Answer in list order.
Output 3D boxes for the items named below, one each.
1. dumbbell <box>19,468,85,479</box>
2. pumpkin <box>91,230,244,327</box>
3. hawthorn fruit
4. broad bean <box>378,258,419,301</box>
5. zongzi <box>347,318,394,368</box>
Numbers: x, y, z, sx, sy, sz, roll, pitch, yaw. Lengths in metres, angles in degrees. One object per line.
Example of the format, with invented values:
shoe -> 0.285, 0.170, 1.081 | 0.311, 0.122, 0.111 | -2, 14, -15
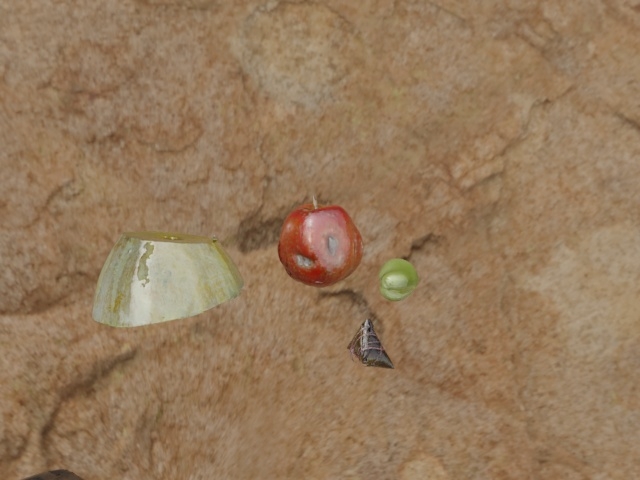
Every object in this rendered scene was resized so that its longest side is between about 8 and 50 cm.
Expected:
dumbbell -> -0.147, 0.177, 0.296 | 0.326, 0.143, 0.143 | -23, 77, -4
pumpkin -> -0.219, 0.037, 1.222 | 0.217, 0.217, 0.110 | -11, 99, -13
hawthorn fruit -> 0.000, 0.000, 0.872 | 0.093, 0.093, 0.093 | 3, 71, -8
broad bean -> 0.119, 0.058, 1.347 | 0.063, 0.045, 0.083 | 17, 34, 9
zongzi -> 0.074, 0.175, 1.377 | 0.083, 0.073, 0.067 | 45, 111, 22
